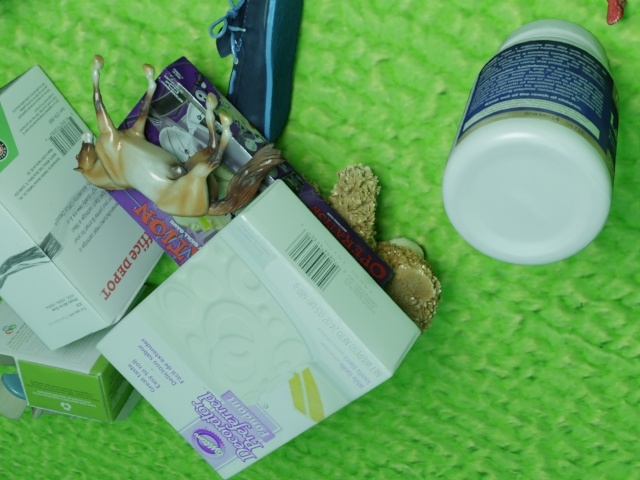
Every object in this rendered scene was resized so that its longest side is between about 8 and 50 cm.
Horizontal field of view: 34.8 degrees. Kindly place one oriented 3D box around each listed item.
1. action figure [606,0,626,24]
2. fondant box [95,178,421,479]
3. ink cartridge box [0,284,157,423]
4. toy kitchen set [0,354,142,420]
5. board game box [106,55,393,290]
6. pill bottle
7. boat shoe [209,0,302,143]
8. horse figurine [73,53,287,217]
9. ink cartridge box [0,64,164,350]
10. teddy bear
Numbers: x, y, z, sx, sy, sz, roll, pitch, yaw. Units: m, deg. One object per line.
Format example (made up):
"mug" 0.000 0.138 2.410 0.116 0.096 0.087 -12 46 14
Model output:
"action figure" 0.211 -0.316 0.945 0.280 0.139 0.091 45 124 -12
"fondant box" -0.082 0.116 1.194 0.238 0.096 0.330 47 130 -5
"ink cartridge box" -0.373 0.136 1.429 0.255 0.189 0.097 8 128 15
"toy kitchen set" -0.381 0.169 1.536 0.207 0.166 0.122 7 138 -34
"board game box" -0.102 -0.025 1.208 0.347 0.056 0.208 45 133 -3
"pill bottle" 0.214 -0.108 1.005 0.153 0.264 0.153 9 128 12
"boat shoe" -0.081 -0.214 1.132 0.089 0.109 0.258 20 127 12
"horse figurine" -0.172 -0.095 1.132 0.263 0.066 0.174 25 122 16
"ink cartridge box" -0.346 -0.039 1.278 0.121 0.211 0.289 -24 113 31
"teddy bear" 0.000 0.000 1.271 0.338 0.113 0.245 12 122 20
